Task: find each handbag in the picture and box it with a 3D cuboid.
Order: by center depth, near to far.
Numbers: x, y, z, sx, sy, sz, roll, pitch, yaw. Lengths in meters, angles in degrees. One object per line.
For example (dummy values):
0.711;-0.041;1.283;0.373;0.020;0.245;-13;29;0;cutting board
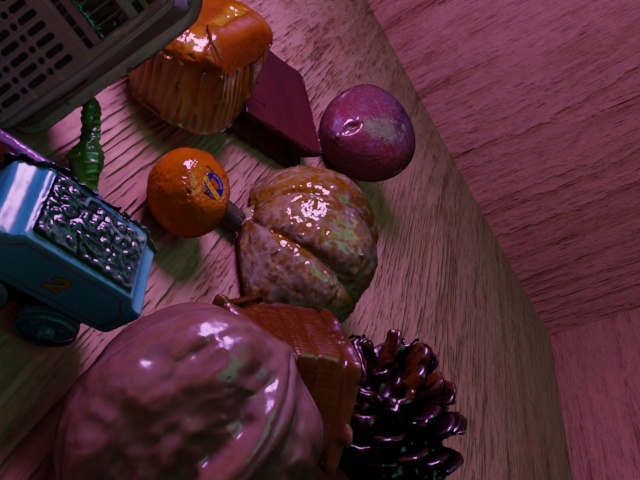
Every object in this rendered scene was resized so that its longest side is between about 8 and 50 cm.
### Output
-0.114;-0.309;1.298;0.275;0.084;0.260;22;50;-55;handbag

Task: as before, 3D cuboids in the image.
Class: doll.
-0.293;-0.094;0.749;0.050;0.115;0.190;2;60;-16;doll

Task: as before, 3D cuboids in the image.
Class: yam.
-0.167;-0.053;1.021;0.094;0.043;0.043;43;34;-36;yam

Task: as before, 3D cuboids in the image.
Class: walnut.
-0.131;0.200;0.625;0.227;0.273;0.274;127;-56;-74;walnut

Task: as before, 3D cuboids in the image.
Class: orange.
-0.198;-0.070;0.897;0.135;0.117;0.136;20;63;-46;orange
0.000;0.000;1.114;0.271;0.210;0.369;48;28;-29;orange

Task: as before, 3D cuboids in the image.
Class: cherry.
0.115;-0.272;1.558;0.307;0.221;0.261;-23;80;-52;cherry

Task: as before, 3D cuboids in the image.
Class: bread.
-0.195;-0.320;1.014;0.204;0.156;0.288;32;37;-3;bread

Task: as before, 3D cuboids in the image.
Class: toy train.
-0.276;0.020;0.612;0.203;0.162;0.112;40;37;-42;toy train

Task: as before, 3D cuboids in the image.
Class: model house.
-0.073;0.197;0.872;0.229;0.200;0.219;16;6;-20;model house

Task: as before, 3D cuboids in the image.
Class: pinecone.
0.119;0.294;1.038;0.298;0.241;0.296;-94;160;-64;pinecone

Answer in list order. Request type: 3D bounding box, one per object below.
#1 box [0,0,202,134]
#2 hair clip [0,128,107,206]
-0.302;-0.276;0.681;0.221;0.290;0.166;55;7;-21;box
-0.375;-0.118;0.601;0.358;0.110;0.096;33;34;-29;hair clip
